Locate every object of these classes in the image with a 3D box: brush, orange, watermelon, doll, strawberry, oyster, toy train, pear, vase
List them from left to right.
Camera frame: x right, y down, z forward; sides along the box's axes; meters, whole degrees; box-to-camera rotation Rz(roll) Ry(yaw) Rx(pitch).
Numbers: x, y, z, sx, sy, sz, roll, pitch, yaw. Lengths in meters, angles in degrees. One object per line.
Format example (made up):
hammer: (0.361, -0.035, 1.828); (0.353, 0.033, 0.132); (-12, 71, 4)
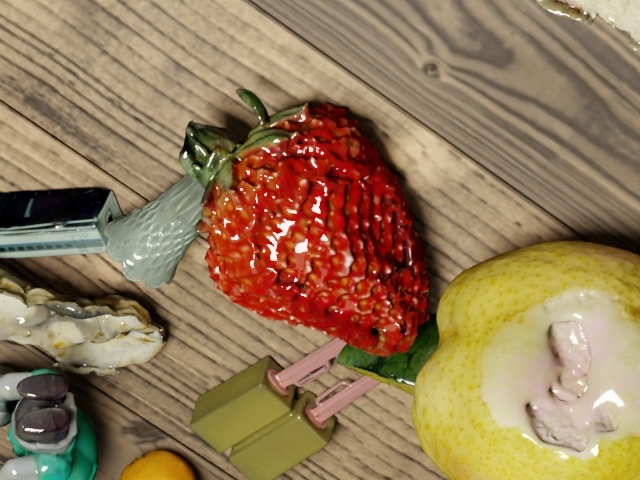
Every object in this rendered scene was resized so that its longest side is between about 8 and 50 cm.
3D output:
toy train: (-0.308, -0.010, 1.770); (0.252, 0.055, 0.048); (-3, 135, 21)
oyster: (-0.294, 0.053, 1.742); (0.345, 0.079, 0.128); (19, 154, -31)
doll: (-0.295, 0.190, 1.849); (0.153, 0.195, 0.258); (0, 131, -8)
orange: (-0.167, 0.253, 1.913); (0.083, 0.083, 0.083); (9, 130, 11)
vase: (-0.119, -0.028, 1.677); (0.081, 0.081, 0.148); (40, 126, -15)
brush: (-0.009, 0.146, 1.798); (0.233, 0.047, 0.103); (-34, 112, 31)
strawberry: (0.000, 0.000, 1.595); (0.188, 0.106, 0.286); (-46, 114, 7)
watermelon: (0.114, 0.114, 1.731); (0.181, 0.075, 0.092); (23, 168, -6)
pear: (0.209, 0.128, 1.573); (0.271, 0.271, 0.271); (9, 130, 11)

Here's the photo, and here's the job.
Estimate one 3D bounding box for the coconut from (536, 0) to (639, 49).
coconut: (0.251, -0.305, 1.162); (0.346, 0.346, 0.360); (23, 125, 0)

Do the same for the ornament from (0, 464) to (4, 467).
ornament: (-0.335, 0.405, 1.970); (0.239, 0.240, 0.240); (11, 124, 10)
